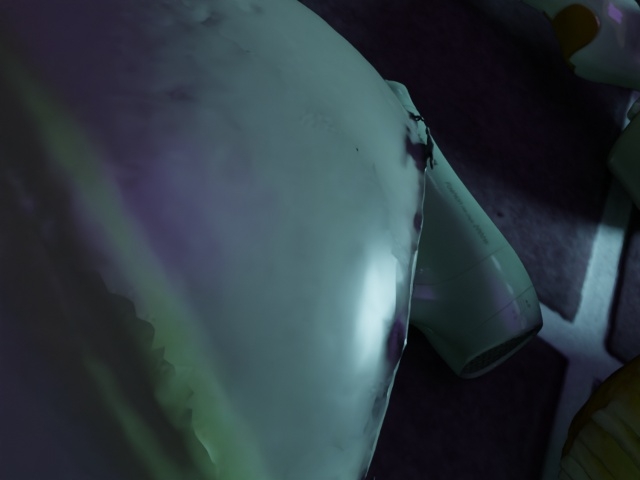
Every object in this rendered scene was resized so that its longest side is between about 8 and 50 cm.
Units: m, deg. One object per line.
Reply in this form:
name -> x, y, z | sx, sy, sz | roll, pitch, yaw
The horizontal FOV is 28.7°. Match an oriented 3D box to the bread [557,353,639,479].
bread -> 0.285, 0.124, 0.784 | 0.288, 0.204, 0.156 | -1, 46, -40

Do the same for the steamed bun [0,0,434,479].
steamed bun -> -0.126, 0.018, 0.488 | 0.309, 0.309, 0.309 | 18, 53, -26

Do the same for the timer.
timer -> 0.227, -0.152, 0.945 | 0.266, 0.175, 0.175 | 45, 45, 12

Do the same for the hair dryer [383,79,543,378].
hair dryer -> 0.000, 0.000, 0.744 | 0.237, 0.075, 0.206 | -13, 64, -32
